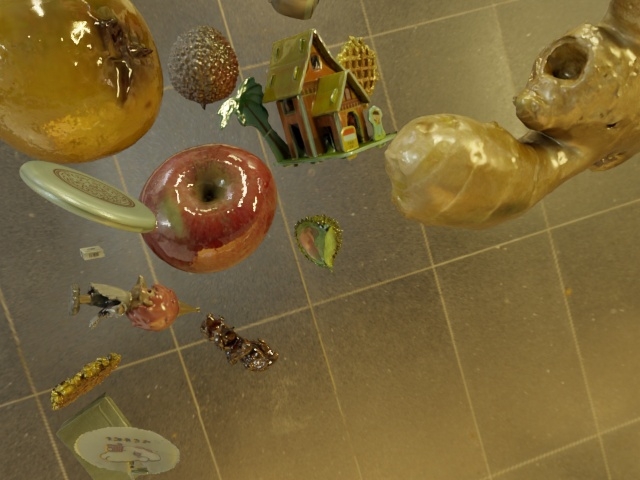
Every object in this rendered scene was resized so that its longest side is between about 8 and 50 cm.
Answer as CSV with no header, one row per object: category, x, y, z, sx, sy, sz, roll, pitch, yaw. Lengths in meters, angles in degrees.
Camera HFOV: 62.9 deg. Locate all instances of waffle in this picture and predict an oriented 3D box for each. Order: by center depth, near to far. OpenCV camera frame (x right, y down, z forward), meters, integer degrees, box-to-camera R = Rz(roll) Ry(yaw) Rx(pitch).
waffle,-0.721,0.430,1.605,0.051,0.231,0.229,48,49,5
waffle,0.121,-0.577,1.861,0.291,0.051,0.290,-23,121,-45

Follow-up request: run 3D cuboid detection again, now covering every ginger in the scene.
ginger,0.263,-0.123,0.532,0.348,0.122,0.363,24,106,-49

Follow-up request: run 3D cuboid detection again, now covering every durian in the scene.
durian,0.003,-0.007,1.454,0.137,0.220,0.095,31,55,24

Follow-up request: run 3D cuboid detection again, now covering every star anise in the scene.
star anise,-0.155,0.222,1.065,0.177,0.234,0.073,25,78,29

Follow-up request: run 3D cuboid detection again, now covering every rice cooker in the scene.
rice cooker,-0.054,-0.593,1.157,0.127,0.145,0.206,-2,77,-12

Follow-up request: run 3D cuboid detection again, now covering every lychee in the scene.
lychee,-0.268,-0.391,1.201,0.165,0.197,0.165,7,56,-11

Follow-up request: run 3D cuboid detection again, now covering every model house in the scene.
model house,-0.049,-0.347,1.299,0.340,0.300,0.323,-26,108,-37

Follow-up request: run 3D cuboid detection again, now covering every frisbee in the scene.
frisbee,-0.186,-0.037,0.429,0.110,0.110,0.014,28,96,-10

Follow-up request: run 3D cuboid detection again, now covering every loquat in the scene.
loquat,-0.446,-0.289,0.879,0.360,0.328,0.328,-5,95,28

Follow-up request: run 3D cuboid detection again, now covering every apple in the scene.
apple,-0.274,-0.072,1.306,0.345,0.269,0.344,2,68,-5

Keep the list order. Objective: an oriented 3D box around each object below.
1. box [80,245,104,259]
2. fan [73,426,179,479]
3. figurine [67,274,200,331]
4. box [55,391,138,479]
box,-0.656,0.036,1.503,0.054,0.083,0.024,-14,104,-29
fan,-0.367,0.440,1.015,0.191,0.009,0.329,6,132,-7
figurine,-0.535,0.185,1.553,0.387,0.207,0.166,6,76,-29
box,-0.591,0.561,1.457,0.155,0.149,0.231,-38,95,-23
